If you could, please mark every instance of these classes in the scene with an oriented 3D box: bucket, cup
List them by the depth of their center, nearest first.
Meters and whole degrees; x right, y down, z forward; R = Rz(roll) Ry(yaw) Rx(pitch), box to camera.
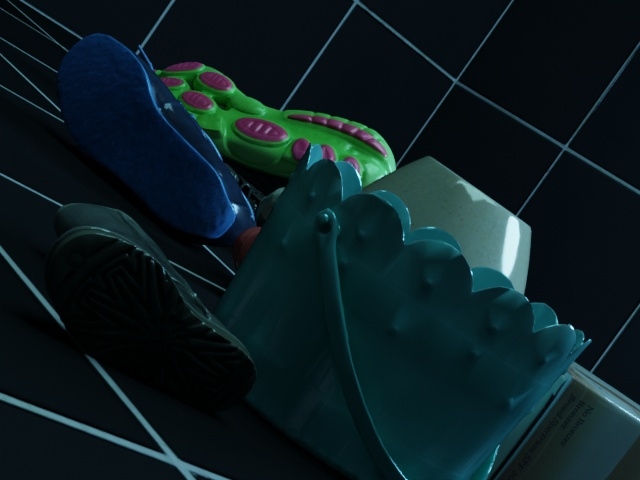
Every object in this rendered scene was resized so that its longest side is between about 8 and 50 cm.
[{"bbox_3d":[0.052,0.073,1.109,0.281,0.183,0.281,34,5,-3],"label":"bucket"},{"bbox_3d":[0.142,0.031,1.860,0.331,0.237,0.331,35,4,-3],"label":"cup"}]

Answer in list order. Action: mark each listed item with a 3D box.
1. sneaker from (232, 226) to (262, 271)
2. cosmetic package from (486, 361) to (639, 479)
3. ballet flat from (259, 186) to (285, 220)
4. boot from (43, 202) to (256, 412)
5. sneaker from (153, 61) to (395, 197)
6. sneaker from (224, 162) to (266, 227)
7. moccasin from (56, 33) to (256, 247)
[{"bbox_3d":[-0.049,0.041,1.475,0.128,0.087,0.221,28,-14,43],"label":"sneaker"},{"bbox_3d":[0.266,0.225,1.311,0.296,0.153,0.129,32,7,-24],"label":"cosmetic package"},{"bbox_3d":[0.000,0.000,1.511,0.052,0.057,0.168,-15,-50,43],"label":"ballet flat"},{"bbox_3d":[-0.140,0.018,0.966,0.190,0.076,0.208,50,2,-37],"label":"boot"},{"bbox_3d":[-0.123,-0.113,2.060,0.482,0.202,0.185,24,42,24],"label":"sneaker"},{"bbox_3d":[-0.085,-0.025,1.767,0.130,0.087,0.227,28,5,-47],"label":"sneaker"},{"bbox_3d":[-0.195,-0.100,1.628,0.342,0.137,0.117,55,10,32],"label":"moccasin"}]
